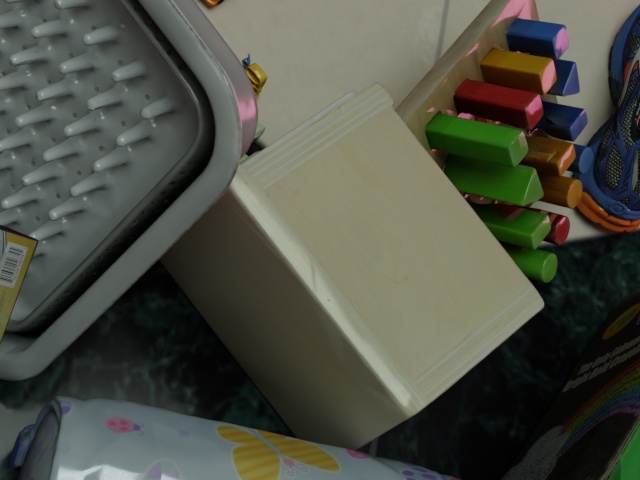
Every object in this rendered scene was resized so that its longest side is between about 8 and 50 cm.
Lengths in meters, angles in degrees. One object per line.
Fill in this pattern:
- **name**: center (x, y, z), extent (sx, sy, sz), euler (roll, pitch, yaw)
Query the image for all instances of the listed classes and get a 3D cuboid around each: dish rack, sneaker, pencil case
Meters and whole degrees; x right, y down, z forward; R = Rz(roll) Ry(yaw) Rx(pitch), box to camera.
- **dish rack**: center (-0.192, -0.112, 0.778), extent (0.333, 0.285, 0.072), euler (53, 36, 5)
- **sneaker**: center (0.262, -0.109, 1.036), extent (0.083, 0.087, 0.221), euler (25, 63, -11)
- **pencil case**: center (-0.044, 0.172, 0.793), extent (0.273, 0.113, 0.124), euler (13, 107, -16)

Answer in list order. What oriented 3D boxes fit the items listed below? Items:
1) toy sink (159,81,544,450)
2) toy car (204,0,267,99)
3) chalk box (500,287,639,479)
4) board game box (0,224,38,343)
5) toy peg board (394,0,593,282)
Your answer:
- **toy sink**: center (0.000, 0.000, 0.858), extent (0.131, 0.153, 0.234), euler (-36, 85, -28)
- **toy car**: center (-0.048, -0.163, 0.965), extent (0.060, 0.040, 0.122), euler (-22, 78, -27)
- **chalk box**: center (0.265, 0.126, 0.895), extent (0.179, 0.180, 0.289), euler (41, 63, -2)
- **board game box**: center (-0.257, 0.088, 0.693), extent (0.165, 0.042, 0.243), euler (23, 86, -46)
- **toy peg board**: center (0.137, -0.061, 0.924), extent (0.079, 0.161, 0.160), euler (17, 54, 36)
